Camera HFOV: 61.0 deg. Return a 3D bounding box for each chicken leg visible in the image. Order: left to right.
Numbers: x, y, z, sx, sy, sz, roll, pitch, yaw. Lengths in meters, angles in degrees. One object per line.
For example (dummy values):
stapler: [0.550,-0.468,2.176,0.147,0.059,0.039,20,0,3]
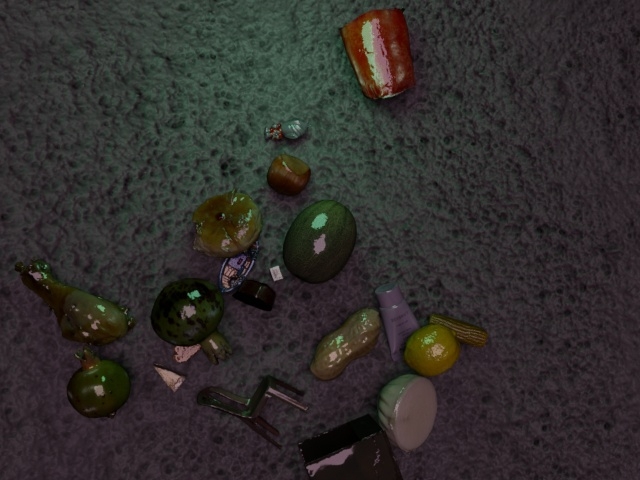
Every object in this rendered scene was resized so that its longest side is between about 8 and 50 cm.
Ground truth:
chicken leg: [-0.835,0.203,1.817,0.429,0.153,0.201,36,65,5]

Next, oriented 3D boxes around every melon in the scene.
melon: [0.000,0.000,1.887,0.237,0.237,0.302,31,79,-4]

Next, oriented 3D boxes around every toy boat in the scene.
toy boat: [-0.291,0.088,1.912,0.100,0.097,0.223,28,81,-1]

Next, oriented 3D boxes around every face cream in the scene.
face cream: [0.285,0.292,1.983,0.154,0.096,0.274,-26,102,-12]

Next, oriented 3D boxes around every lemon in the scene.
lemon: [0.394,0.386,1.918,0.180,0.180,0.193,40,75,-2]

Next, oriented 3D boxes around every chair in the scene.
chair: [-0.229,0.538,1.842,0.326,0.175,0.183,33,90,-10]

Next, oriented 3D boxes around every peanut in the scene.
peanut: [0.092,0.369,1.920,0.313,0.149,0.149,-38,90,-9]

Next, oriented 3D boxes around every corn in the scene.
corn: [0.506,0.331,2.009,0.231,0.080,0.080,19,82,-1]

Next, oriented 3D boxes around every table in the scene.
table: [0.093,0.750,1.825,0.281,0.250,0.196,-19,89,-9]

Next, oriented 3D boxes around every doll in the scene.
doll: [-0.120,-0.409,1.997,0.180,0.079,0.094,-9,62,5]

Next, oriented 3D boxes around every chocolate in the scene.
chocolate: [-0.226,0.180,1.909,0.148,0.125,0.080,22,66,-1]

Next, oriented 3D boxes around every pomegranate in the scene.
pomegranate: [-0.722,0.462,1.750,0.198,0.246,0.198,-5,41,4]
pomegranate: [-0.430,0.277,1.796,0.242,0.242,0.306,-11,103,-9]

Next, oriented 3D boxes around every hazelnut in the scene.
hazelnut: [-0.116,-0.231,1.948,0.150,0.150,0.150,1,85,-8]

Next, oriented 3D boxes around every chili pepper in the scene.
chili pepper: [0.223,-0.675,2.016,0.251,0.229,0.306,-24,103,-47]

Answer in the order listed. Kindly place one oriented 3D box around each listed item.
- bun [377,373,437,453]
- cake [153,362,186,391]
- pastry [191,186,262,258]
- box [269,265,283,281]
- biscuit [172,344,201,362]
bun: [0.275,0.590,1.915,0.263,0.175,0.263,-6,99,-45]
cake: [-0.529,0.466,1.866,0.121,0.052,0.065,28,84,-5]
pastry: [-0.321,-0.060,1.874,0.235,0.121,0.257,-8,58,7]
box: [-0.158,0.118,1.917,0.036,0.117,0.051,-19,85,-6]
biscuit: [-0.443,0.308,1.901,0.162,0.035,0.250,28,81,-5]
